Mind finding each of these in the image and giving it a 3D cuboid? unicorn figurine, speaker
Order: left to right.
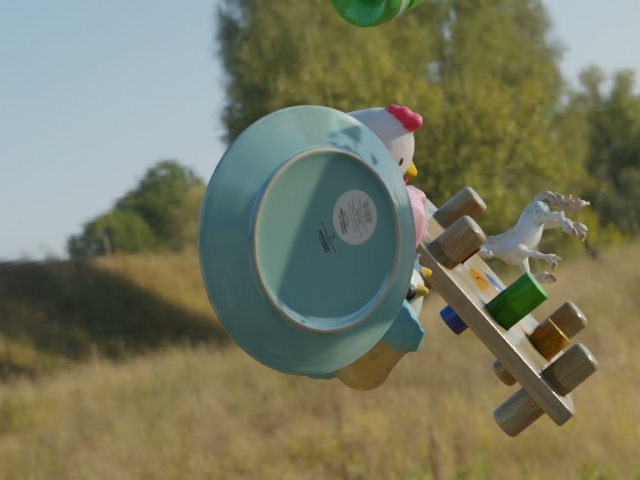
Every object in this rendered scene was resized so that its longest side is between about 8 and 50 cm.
[{"bbox_3d":[0.135,-0.393,2.048,0.131,0.131,0.296,-14,16,46],"label":"speaker"},{"bbox_3d":[0.250,0.000,1.818,0.111,0.060,0.162,29,56,27],"label":"unicorn figurine"}]

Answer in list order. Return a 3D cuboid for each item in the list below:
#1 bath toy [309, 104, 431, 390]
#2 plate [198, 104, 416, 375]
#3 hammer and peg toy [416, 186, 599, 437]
[{"bbox_3d":[0.040,-0.014,1.368,0.129,0.151,0.348,-29,27,23],"label":"bath toy"},{"bbox_3d":[0.000,0.000,1.028,0.188,0.188,0.024,-9,6,-36],"label":"plate"},{"bbox_3d":[0.154,0.030,1.656,0.127,0.361,0.266,-41,4,12],"label":"hammer and peg toy"}]
